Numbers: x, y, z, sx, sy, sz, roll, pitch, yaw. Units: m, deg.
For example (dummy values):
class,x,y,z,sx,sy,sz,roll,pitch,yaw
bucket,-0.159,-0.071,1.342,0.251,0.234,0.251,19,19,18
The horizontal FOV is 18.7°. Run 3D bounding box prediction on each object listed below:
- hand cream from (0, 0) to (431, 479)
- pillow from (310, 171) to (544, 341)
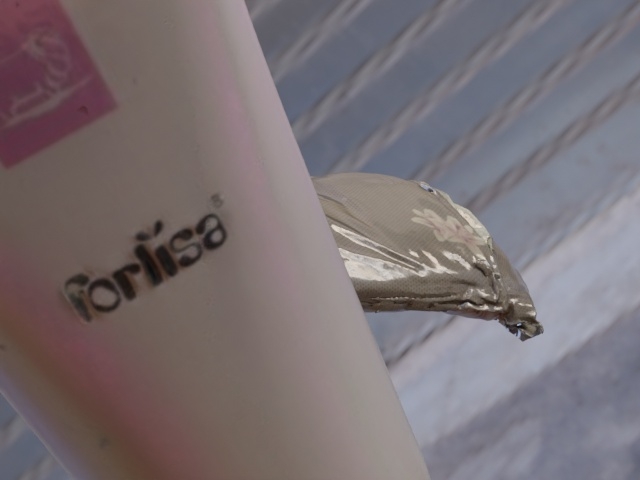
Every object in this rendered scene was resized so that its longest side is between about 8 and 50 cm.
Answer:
class,x,y,z,sx,sy,sz,roll,pitch,yaw
hand cream,-0.066,0.008,0.721,0.185,0.359,0.118,-28,36,-1
pillow,0.000,0.000,1.075,0.169,0.255,0.059,43,121,46
